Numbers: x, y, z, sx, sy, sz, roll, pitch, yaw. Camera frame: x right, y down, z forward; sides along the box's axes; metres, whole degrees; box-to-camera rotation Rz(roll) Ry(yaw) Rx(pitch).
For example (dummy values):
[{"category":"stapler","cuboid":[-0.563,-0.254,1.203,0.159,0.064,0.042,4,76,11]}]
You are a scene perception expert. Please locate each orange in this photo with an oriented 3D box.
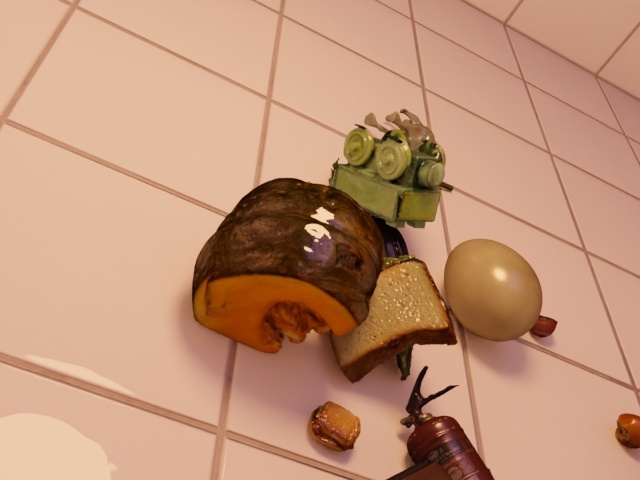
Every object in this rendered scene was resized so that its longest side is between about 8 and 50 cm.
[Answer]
[{"category":"orange","cuboid":[0.662,0.405,1.685,0.086,0.086,0.062,28,58,-10]}]

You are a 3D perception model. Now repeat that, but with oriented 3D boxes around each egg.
[{"category":"egg","cuboid":[0.358,0.099,1.690,0.188,0.188,0.253,8,37,-34]}]

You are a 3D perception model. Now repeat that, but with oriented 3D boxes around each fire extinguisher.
[{"category":"fire extinguisher","cuboid":[0.232,0.368,1.314,0.102,0.138,0.344,28,27,-56]}]

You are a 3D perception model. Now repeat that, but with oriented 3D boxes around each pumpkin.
[{"category":"pumpkin","cuboid":[-0.056,0.042,1.346,0.256,0.303,0.225,50,34,-29]}]

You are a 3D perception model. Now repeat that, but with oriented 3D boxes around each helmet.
[{"category":"helmet","cuboid":[0.503,0.196,1.820,0.065,0.049,0.084,12,-1,20]}]

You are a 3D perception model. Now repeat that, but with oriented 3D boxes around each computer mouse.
[{"category":"computer mouse","cuboid":[0.141,0.000,1.737,0.099,0.057,0.172,4,43,-40]}]

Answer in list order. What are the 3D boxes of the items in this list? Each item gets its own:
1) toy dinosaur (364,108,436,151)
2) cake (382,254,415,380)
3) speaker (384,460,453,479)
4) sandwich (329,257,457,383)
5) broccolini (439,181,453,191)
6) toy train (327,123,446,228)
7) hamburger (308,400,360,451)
[{"category":"toy dinosaur","cuboid":[0.228,-0.265,2.071,0.205,0.092,0.393,28,21,-29]},{"category":"cake","cuboid":[0.165,0.142,1.527,0.099,0.100,0.235,-15,48,0]},{"category":"speaker","cuboid":[0.107,0.441,1.106,0.231,0.153,0.192,-10,54,-46]},{"category":"sandwich","cuboid":[0.117,0.139,1.434,0.065,0.215,0.186,60,7,-47]},{"category":"broccolini","cuboid":[0.257,-0.153,2.045,0.218,0.044,0.042,18,23,-32]},{"category":"toy train","cuboid":[0.149,-0.144,1.752,0.159,0.188,0.272,-1,18,-41]},{"category":"hamburger","cuboid":[0.023,0.302,1.294,0.083,0.044,0.076,35,33,-4]}]
